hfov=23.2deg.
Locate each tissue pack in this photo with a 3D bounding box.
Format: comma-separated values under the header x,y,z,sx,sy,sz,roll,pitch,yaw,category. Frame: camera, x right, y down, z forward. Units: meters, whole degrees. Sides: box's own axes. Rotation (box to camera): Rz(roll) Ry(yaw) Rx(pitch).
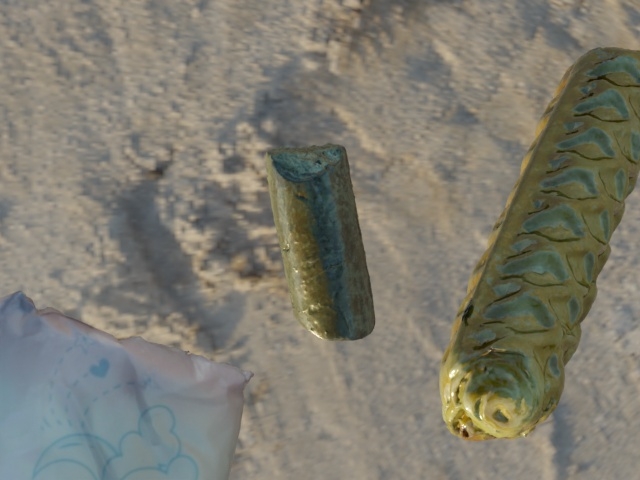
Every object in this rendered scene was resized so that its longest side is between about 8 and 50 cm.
x,y,z,sx,sy,sz,roll,pitch,yaw,category
-0.143,0.168,0.614,0.201,0.124,0.271,-10,62,54,tissue pack

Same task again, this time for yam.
x,y,z,sx,sy,sz,roll,pitch,yaw,category
0.000,0.000,0.745,0.043,0.043,0.094,-3,105,24,yam

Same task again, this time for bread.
x,y,z,sx,sy,sz,roll,pitch,yaw,category
0.157,-0.011,1.023,0.077,0.367,0.084,28,137,0,bread
